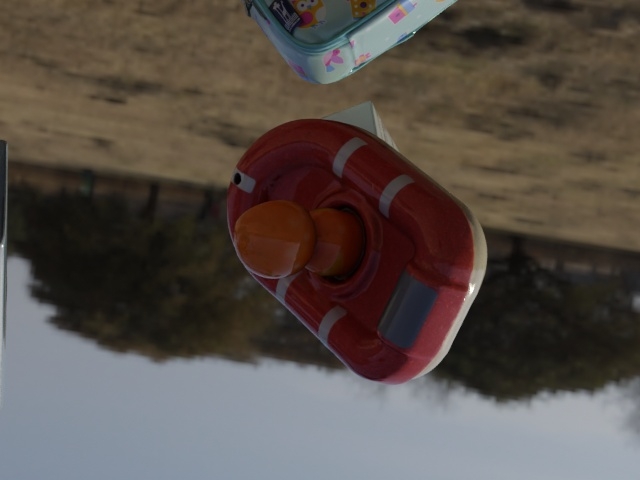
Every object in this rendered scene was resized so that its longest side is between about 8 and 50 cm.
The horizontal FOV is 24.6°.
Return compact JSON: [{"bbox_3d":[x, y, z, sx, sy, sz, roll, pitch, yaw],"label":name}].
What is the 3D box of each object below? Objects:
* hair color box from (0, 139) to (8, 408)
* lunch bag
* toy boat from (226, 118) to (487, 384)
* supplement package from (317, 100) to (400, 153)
[{"bbox_3d":[-0.412,0.023,1.033,0.374,0.185,0.114,1,-134,-12],"label":"hair color box"},{"bbox_3d":[0.032,-0.321,1.600,0.224,0.279,0.108,54,176,19],"label":"lunch bag"},{"bbox_3d":[0.000,0.000,1.079,0.151,0.151,0.231,8,-156,-42],"label":"toy boat"},{"bbox_3d":[0.047,-0.057,1.687,0.105,0.105,0.179,-19,143,14],"label":"supplement package"}]
